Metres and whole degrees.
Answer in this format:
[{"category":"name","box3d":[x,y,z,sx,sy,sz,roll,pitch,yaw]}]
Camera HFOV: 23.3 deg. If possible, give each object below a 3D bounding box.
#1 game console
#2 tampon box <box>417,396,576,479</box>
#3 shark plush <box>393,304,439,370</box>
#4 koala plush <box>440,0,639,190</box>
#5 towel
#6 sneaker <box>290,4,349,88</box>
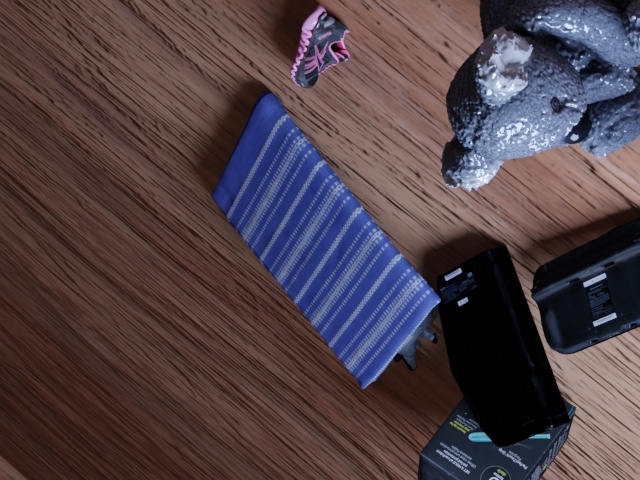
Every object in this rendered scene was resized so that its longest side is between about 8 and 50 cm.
[{"category":"game console","box3d":[0.259,0.090,1.690,0.361,0.044,0.213,-32,73,51]},{"category":"tampon box","box3d":[0.211,0.248,1.868,0.120,0.161,0.101,33,157,19]},{"category":"shark plush","box3d":[0.117,0.123,1.951,0.067,0.073,0.161,4,131,4]},{"category":"koala plush","box3d":[0.190,-0.149,1.404,0.203,0.221,0.196,36,147,14]},{"category":"towel","box3d":[0.000,0.000,1.900,0.336,0.040,0.243,51,147,13]},{"category":"sneaker","box3d":[0.003,-0.205,1.722,0.057,0.047,0.119,26,146,7]}]
